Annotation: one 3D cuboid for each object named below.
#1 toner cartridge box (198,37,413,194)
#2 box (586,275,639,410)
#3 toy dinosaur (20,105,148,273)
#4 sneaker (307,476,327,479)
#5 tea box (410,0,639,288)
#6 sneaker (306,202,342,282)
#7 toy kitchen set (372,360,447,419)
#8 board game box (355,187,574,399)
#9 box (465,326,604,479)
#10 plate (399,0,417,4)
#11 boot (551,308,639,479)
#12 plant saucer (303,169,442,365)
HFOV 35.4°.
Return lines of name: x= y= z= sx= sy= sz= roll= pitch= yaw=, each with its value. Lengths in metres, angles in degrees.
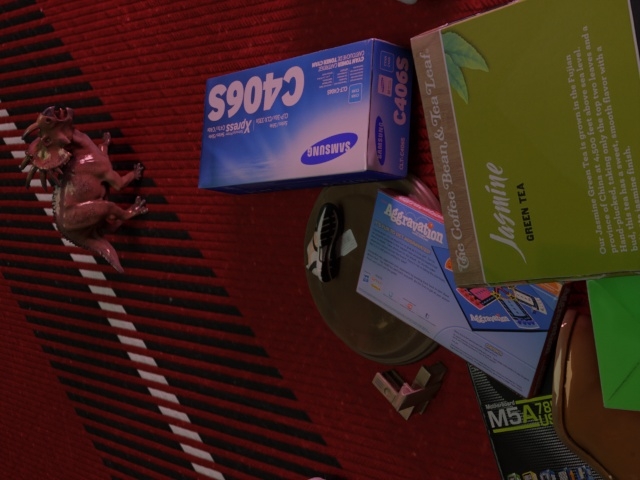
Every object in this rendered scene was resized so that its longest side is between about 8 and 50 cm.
toner cartridge box: x=-0.030 y=-0.154 z=1.335 sx=0.348 sy=0.075 sz=0.165 roll=-3 pitch=83 yaw=48
box: x=0.396 y=0.058 z=0.816 sx=0.262 sy=0.231 sz=0.126 roll=-4 pitch=95 yaw=48
toy dinosaur: x=-0.416 y=-0.083 z=1.713 sx=0.127 sy=0.200 sz=0.295 roll=6 pitch=104 yaw=47
sneaker: x=-0.081 y=0.417 z=1.522 sx=0.123 sy=0.106 sz=0.290 roll=55 pitch=135 yaw=21
tea box: x=0.309 y=-0.104 z=0.803 sx=0.324 sy=0.329 sz=0.219 roll=-8 pitch=93 yaw=50
sneaker: x=0.000 y=0.000 z=1.330 sx=0.044 sy=0.040 sz=0.109 roll=28 pitch=118 yaw=44
toy kitchen set: x=0.103 y=0.180 z=1.293 sx=0.075 sy=0.068 sz=0.083 roll=46 pitch=129 yaw=32
board game box: x=0.157 y=0.055 z=1.175 sx=0.281 sy=0.027 sz=0.145 roll=31 pitch=120 yaw=40
box: x=0.266 y=0.192 z=1.132 sx=0.191 sy=0.045 sz=0.184 roll=-21 pitch=85 yaw=47
plate: x=0.050 y=-0.456 z=1.172 sx=0.278 sy=0.045 sz=0.277 roll=35 pitch=115 yaw=28
boot: x=0.348 y=0.194 z=0.966 sx=0.220 sy=0.109 sz=0.283 roll=-10 pitch=91 yaw=31
plant saucer: x=0.068 y=0.033 z=1.322 sx=0.278 sy=0.041 sz=0.277 roll=14 pitch=110 yaw=47
